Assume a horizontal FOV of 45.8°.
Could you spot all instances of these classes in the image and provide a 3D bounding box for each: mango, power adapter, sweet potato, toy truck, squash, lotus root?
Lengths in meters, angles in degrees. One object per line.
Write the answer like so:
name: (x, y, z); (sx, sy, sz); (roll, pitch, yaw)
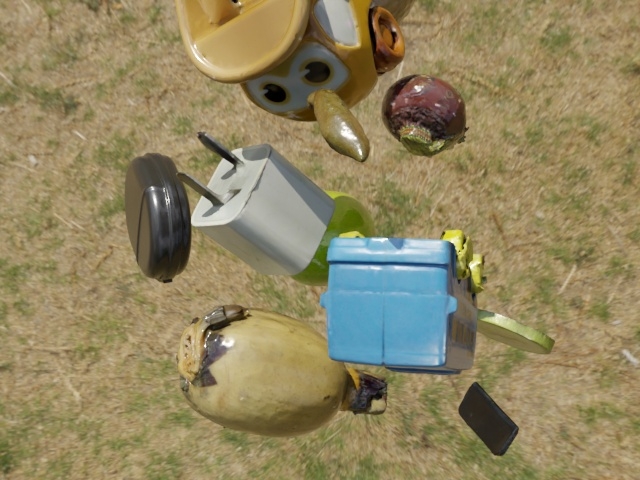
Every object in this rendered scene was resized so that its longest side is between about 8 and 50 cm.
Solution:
mango: (0.008, -0.002, 1.302); (0.185, 0.273, 0.149); (-9, 108, -12)
power adapter: (-0.100, -0.059, 1.013); (0.205, 0.125, 0.130); (40, 65, -32)
sweet potato: (0.012, -0.120, 0.743); (0.038, 0.153, 0.041); (0, 122, -22)
toy truck: (-0.044, -0.292, 0.953); (0.204, 0.211, 0.288); (-19, 90, 34)
toy truck: (0.118, 0.082, 0.938); (0.161, 0.385, 0.162); (1, 80, 16)
squash: (0.407, 0.200, 1.675); (0.219, 0.219, 0.041); (22, 84, 7)
lotus root: (-0.048, 0.189, 1.054); (0.309, 0.182, 0.183); (16, 78, -25)

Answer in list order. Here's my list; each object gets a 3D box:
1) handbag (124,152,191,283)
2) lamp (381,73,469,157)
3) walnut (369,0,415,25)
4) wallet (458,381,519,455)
handbag: (-0.364, -0.050, 1.667); (0.093, 0.254, 0.308); (-3, 38, -26)
lamp: (0.181, -0.218, 1.355); (0.157, 0.156, 0.135); (15, 64, 24)
walnut: (0.027, -0.474, 1.303); (0.332, 0.333, 0.333); (-1, 79, 3)
wallet: (0.338, 0.363, 1.541); (0.018, 0.157, 0.082); (17, 107, -32)
